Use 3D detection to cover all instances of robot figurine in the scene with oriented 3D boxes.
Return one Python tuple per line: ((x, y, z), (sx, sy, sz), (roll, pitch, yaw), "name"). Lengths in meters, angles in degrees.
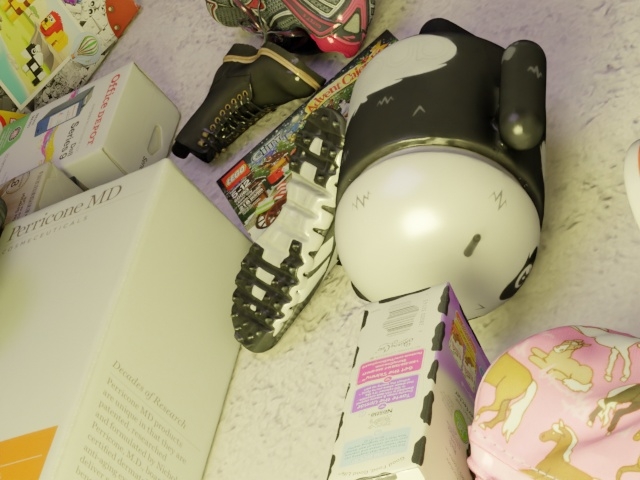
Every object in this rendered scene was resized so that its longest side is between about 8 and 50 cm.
((0.104, -0.058, 1.466), (0.173, 0.209, 0.278), (-1, 43, 10), "robot figurine")

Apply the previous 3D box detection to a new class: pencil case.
((0.254, 0.161, 1.044), (0.386, 0.160, 0.167), (17, 74, 54), "pencil case")

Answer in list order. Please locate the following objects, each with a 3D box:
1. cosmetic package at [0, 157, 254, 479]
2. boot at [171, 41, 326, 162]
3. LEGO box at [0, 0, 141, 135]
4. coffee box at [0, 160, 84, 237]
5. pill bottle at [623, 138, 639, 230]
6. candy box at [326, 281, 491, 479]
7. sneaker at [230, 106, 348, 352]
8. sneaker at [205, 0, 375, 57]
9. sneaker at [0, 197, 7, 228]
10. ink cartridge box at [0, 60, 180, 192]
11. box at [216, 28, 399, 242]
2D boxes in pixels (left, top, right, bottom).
((-0.225, 0.164, 1.582), (0.230, 0.161, 0.453), (-20, 38, 33), "cosmetic package")
((-0.077, -0.134, 1.862), (0.137, 0.077, 0.198), (-55, 20, -9), "boot")
((-0.526, -0.315, 2.166), (0.193, 0.500, 0.372), (5, 56, 52), "LEGO box")
((-0.382, 0.055, 1.927), (0.297, 0.119, 0.168), (-23, 38, 30), "coffee box")
((0.325, -0.054, 1.263), (0.193, 0.108, 0.108), (-22, 38, 31), "pill bottle")
((0.079, 0.154, 1.206), (0.070, 0.165, 0.196), (-16, 30, 21), "candy box")
((0.000, 0.000, 1.602), (0.078, 0.106, 0.234), (32, 103, 45), "sneaker")
((-0.046, -0.256, 1.926), (0.299, 0.120, 0.112), (7, 88, 61), "sneaker")
((-0.384, -0.002, 1.690), (0.125, 0.139, 0.341), (-64, 12, 2), "sneaker")
((-0.278, -0.090, 2.007), (0.212, 0.093, 0.154), (-20, 38, 31), "ink cartridge box")
((0.016, -0.089, 1.716), (0.233, 0.044, 0.159), (-42, 32, 3), "box")
